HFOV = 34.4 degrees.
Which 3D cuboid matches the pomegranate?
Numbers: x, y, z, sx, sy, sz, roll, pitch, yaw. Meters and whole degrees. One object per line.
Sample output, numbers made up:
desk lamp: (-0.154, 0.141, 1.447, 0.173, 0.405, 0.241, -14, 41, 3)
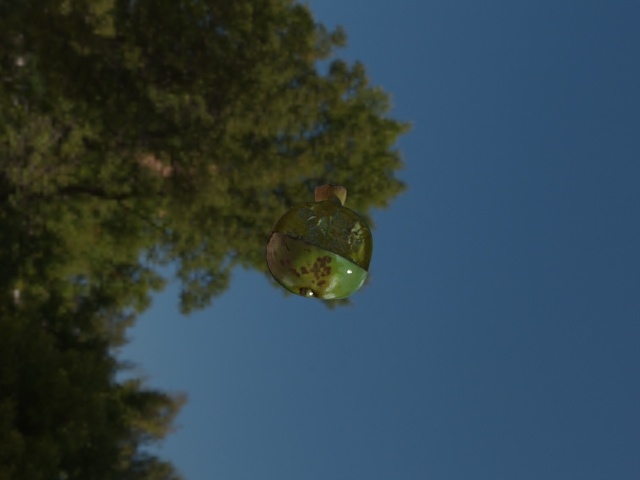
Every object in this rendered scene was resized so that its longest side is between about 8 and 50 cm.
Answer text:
pomegranate: (-0.002, 0.011, 1.386, 0.169, 0.143, 0.122, -90, -171, -50)
